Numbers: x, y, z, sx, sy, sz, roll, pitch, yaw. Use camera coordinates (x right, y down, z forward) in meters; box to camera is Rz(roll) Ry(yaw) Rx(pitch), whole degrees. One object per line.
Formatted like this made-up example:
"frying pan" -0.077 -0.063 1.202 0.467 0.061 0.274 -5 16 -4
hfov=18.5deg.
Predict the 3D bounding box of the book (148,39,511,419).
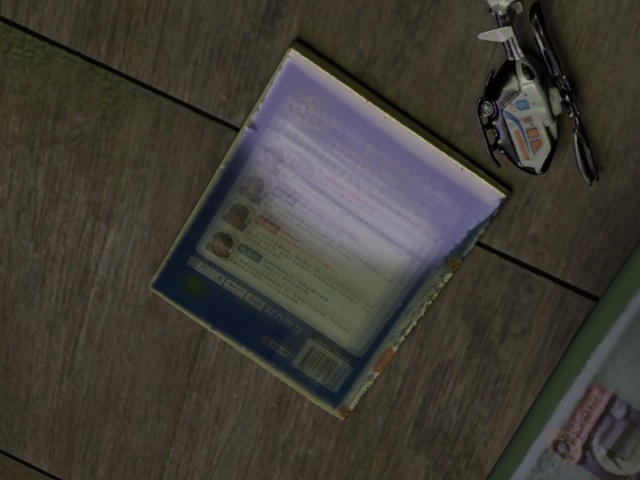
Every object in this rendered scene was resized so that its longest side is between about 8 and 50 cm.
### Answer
"book" 0.000 0.000 1.733 0.228 0.018 0.322 35 129 0

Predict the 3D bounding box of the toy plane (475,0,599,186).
"toy plane" 0.161 -0.125 1.556 0.078 0.053 0.197 -8 118 21

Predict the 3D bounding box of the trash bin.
"trash bin" 0.283 0.077 1.511 0.158 0.223 0.343 32 127 13
